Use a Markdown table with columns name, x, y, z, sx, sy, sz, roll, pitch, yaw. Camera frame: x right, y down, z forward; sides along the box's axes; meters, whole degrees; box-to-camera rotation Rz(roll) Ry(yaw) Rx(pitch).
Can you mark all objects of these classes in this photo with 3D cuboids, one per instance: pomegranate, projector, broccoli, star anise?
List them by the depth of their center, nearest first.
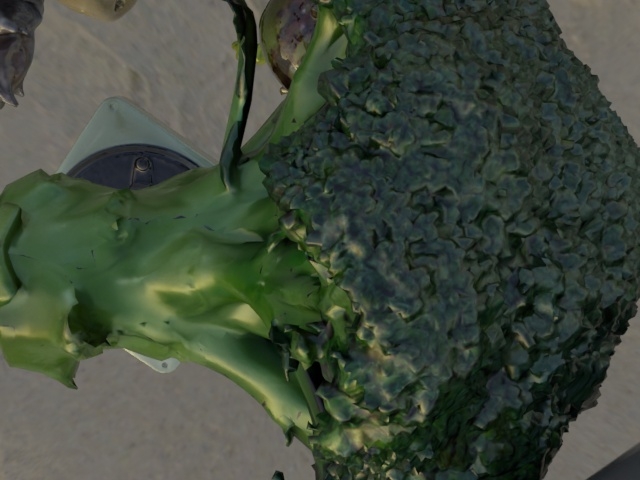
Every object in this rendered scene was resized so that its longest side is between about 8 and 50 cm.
| name | x | y | z | sx | sy | sz | roll | pitch | yaw |
| --- | --- | --- | --- | --- | --- | --- | --- | --- | --- |
| broccoli | 0.000 | 0.000 | 0.532 | 0.297 | 0.297 | 0.298 | -5 | 89 | 1 |
| pomegranate | 0.004 | -0.197 | 1.274 | 0.148 | 0.169 | 0.149 | 0 | 48 | 1 |
| projector | -0.220 | -0.005 | 1.485 | 0.259 | 0.079 | 0.257 | 34 | 99 | -6 |
| star anise | -0.454 | -0.310 | 1.676 | 0.139 | 0.316 | 0.360 | 5 | 113 | -12 |

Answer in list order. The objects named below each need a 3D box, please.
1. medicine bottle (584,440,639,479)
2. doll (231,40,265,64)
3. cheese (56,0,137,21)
| name | x | y | z | sx | sy | sz | roll | pitch | yaw |
| --- | --- | --- | --- | --- | --- | --- | --- | --- | --- |
| medicine bottle | 0.140 | 0.162 | 0.462 | 0.288 | 0.157 | 0.157 | -30 | 90 | -18 |
| doll | 0.077 | -0.291 | 1.839 | 0.346 | 0.341 | 0.099 | 19 | 115 | 34 |
| cheese | -0.340 | -0.447 | 1.877 | 0.117 | 0.235 | 0.218 | 26 | 70 | 10 |
